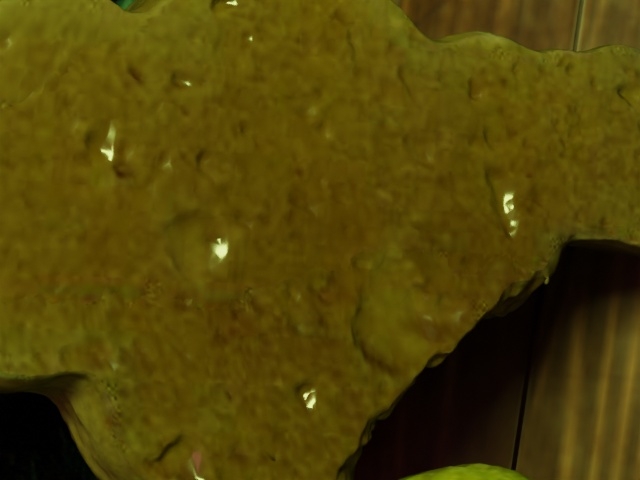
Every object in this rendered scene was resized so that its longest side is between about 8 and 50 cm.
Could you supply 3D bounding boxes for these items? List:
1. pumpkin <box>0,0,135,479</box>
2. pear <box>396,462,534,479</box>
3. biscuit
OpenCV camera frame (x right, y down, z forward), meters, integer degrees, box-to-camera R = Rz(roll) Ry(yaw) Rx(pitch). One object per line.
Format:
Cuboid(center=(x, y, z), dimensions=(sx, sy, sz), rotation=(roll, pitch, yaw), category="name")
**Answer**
Cuboid(center=(-0.146, -0.026, 0.691), dimensions=(0.315, 0.238, 0.315), rotation=(0, 84, -5), category="pumpkin")
Cuboid(center=(0.016, 0.219, 0.552), dimensions=(0.287, 0.287, 0.375), rotation=(34, 73, 30), category="pear")
Cuboid(center=(0.000, -0.009, 0.584), dimensions=(0.047, 0.320, 0.183), rotation=(-10, 95, 64), category="biscuit")
